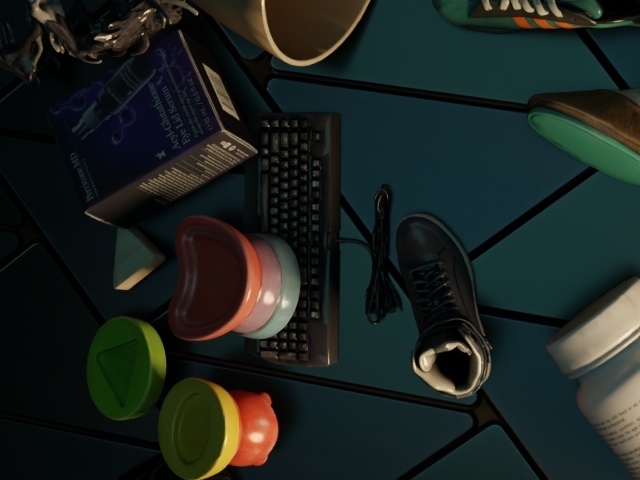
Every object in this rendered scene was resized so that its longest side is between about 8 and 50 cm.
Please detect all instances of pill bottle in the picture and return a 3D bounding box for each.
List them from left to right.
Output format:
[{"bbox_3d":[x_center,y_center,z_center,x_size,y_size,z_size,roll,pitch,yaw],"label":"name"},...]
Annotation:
[{"bbox_3d":[0.394,0.191,1.449,0.160,0.160,0.283,-39,86,12],"label":"pill bottle"}]

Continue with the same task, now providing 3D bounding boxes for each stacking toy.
[{"bbox_3d":[-0.148,0.122,1.606,0.279,0.130,0.309,15,94,43],"label":"stacking toy"}]

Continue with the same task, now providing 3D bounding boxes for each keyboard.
[{"bbox_3d":[0.000,0.000,1.588,0.201,0.033,0.317,1,95,12],"label":"keyboard"}]

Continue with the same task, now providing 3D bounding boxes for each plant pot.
[{"bbox_3d":[-0.098,-0.370,1.491,0.274,0.256,0.256,25,100,26],"label":"plant pot"}]

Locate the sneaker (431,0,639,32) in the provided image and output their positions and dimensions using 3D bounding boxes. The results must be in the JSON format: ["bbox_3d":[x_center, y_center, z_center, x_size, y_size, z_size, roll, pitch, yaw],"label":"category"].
[{"bbox_3d":[0.271,-0.294,1.459,0.302,0.121,0.108,1,94,12],"label":"sneaker"}]

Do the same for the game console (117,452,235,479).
[{"bbox_3d":[-0.249,0.419,1.668,0.361,0.044,0.213,-29,88,11],"label":"game console"}]

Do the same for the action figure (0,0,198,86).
[{"bbox_3d":[-0.278,-0.276,1.525,0.275,0.164,0.141,-11,112,38],"label":"action figure"}]

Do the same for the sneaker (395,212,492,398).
[{"bbox_3d":[0.138,0.076,1.497,0.086,0.163,0.226,-22,88,15],"label":"sneaker"}]

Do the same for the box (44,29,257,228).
[{"bbox_3d":[-0.207,-0.132,1.565,0.207,0.108,0.153,-30,71,12],"label":"box"}]

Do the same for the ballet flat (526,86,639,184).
[{"bbox_3d":[0.405,-0.103,1.460,0.342,0.116,0.124,32,80,8],"label":"ballet flat"}]
